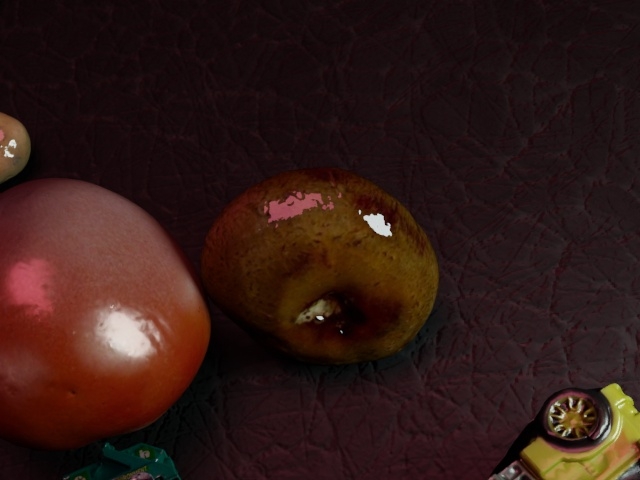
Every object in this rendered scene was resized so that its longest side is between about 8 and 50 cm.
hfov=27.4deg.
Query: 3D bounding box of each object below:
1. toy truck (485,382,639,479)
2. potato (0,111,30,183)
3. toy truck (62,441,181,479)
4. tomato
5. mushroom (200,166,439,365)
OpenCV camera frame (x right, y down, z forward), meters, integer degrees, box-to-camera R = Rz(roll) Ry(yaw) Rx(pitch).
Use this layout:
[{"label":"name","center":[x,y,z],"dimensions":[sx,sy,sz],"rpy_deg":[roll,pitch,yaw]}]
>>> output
[{"label":"toy truck","center":[0.204,0.342,1.319],"dimensions":[0.405,0.180,0.254],"rpy_deg":[-36,55,-10]},{"label":"potato","center":[-0.476,-0.133,1.824],"dimensions":[0.147,0.112,0.112],"rpy_deg":[0,58,5]},{"label":"toy truck","center":[-0.255,0.307,1.497],"dimensions":[0.216,0.110,0.116],"rpy_deg":[-24,43,-2]},{"label":"tomato","center":[-0.297,0.080,1.510],"dimensions":[0.321,0.321,0.321],"rpy_deg":[-6,57,9]},{"label":"mushroom","center":[-0.007,0.012,1.530],"dimensions":[0.267,0.267,0.254],"rpy_deg":[-22,63,-1]}]
